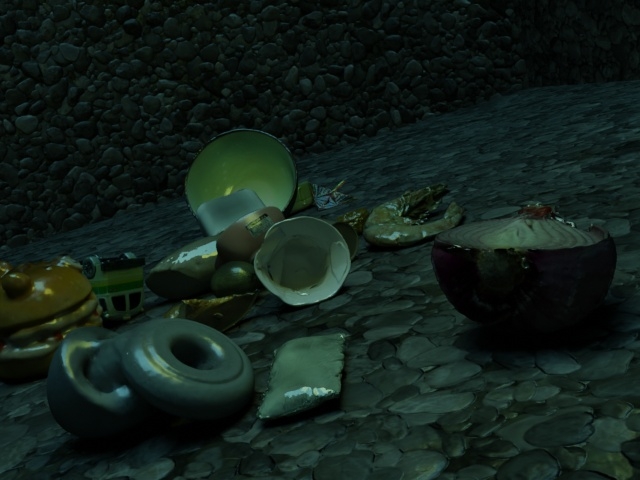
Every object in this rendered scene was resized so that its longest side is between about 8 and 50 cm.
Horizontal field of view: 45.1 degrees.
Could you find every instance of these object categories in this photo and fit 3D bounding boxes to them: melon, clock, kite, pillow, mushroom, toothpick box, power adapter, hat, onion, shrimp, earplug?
[{"bbox_3d":[-0.205,0.148,1.561,0.182,0.098,0.054,-7,31,-38],"label":"melon"},{"bbox_3d":[-0.188,-0.132,2.657,0.235,0.096,0.308,-25,15,-31],"label":"clock"},{"bbox_3d":[0.035,-0.151,2.539,0.190,0.010,0.159,19,51,22],"label":"kite"},{"bbox_3d":[-0.025,0.203,1.192,0.128,0.051,0.229,-16,15,9],"label":"pillow"},{"bbox_3d":[-0.265,0.050,1.920,0.350,0.128,0.128,-20,14,-17],"label":"mushroom"},{"bbox_3d":[0.000,0.000,1.865,0.111,0.111,0.180,-23,16,-28],"label":"toothpick box"},{"bbox_3d":[-0.216,-0.022,2.112,0.187,0.124,0.255,-20,34,-14],"label":"power adapter"},{"bbox_3d":[-0.044,0.050,1.643,0.203,0.203,0.126,-18,-5,-12],"label":"hat"},{"bbox_3d":[0.329,0.047,1.213,0.267,0.159,0.348,5,14,27],"label":"onion"},{"bbox_3d":[-0.190,0.095,1.727,0.130,0.098,0.098,-15,11,35],"label":"melon"},{"bbox_3d":[0.251,-0.064,1.935,0.247,0.085,0.360,6,27,36],"label":"shrimp"},{"bbox_3d":[-0.266,0.217,1.202,0.325,0.175,0.214,-4,20,6],"label":"earplug"}]

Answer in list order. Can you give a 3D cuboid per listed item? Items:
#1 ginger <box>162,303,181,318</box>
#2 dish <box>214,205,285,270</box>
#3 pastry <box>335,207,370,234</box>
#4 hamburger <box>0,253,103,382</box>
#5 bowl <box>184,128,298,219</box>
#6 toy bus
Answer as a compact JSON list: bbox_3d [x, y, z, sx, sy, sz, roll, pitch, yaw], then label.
[{"bbox_3d":[-0.308,0.175,1.604,0.165,0.067,0.096,-25,17,-18],"label":"ginger"},{"bbox_3d":[-0.142,0.029,1.812,0.213,0.213,0.090,-22,54,-27],"label":"dish"},{"bbox_3d":[0.091,-0.047,2.081,0.097,0.057,0.109,-20,11,4],"label":"pastry"},{"bbox_3d":[-0.619,0.153,1.688,0.276,0.237,0.276,-13,16,4],"label":"hamburger"},{"bbox_3d":[-0.228,-0.152,2.396,0.354,0.354,0.185,-15,-20,4],"label":"bowl"},{"bbox_3d":[-0.562,0.118,1.911,0.276,0.165,0.133,-5,1,40],"label":"toy bus"}]
